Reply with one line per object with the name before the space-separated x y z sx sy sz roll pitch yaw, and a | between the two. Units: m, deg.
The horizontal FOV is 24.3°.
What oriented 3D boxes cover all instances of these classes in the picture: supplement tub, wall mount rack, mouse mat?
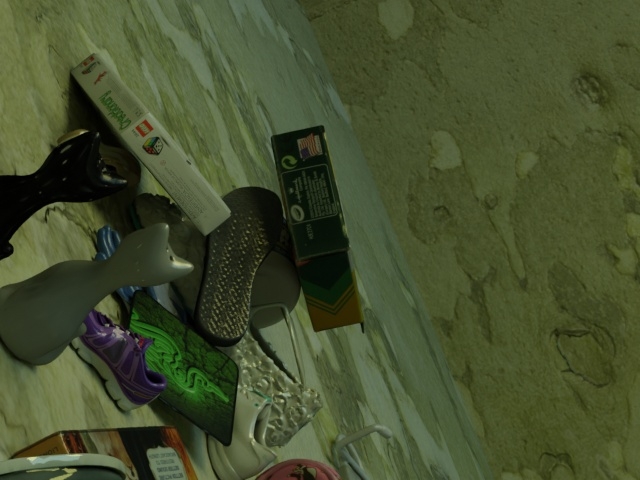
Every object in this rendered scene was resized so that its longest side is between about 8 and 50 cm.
supplement tub | -0.110 0.025 2.274 0.144 0.144 0.199 55 14 -34
wall mount rack | 0.144 0.465 2.437 0.304 0.130 0.350 51 17 -46
mouse mat | -0.173 0.159 1.866 0.190 0.007 0.152 39 31 -26

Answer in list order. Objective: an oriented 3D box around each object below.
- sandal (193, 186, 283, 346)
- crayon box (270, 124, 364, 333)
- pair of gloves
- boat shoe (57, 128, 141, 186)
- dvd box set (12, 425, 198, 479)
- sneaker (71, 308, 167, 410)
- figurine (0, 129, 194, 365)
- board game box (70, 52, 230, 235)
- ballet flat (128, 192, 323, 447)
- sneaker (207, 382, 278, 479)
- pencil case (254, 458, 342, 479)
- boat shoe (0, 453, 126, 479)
sandal | -0.121 0.032 2.019 0.097 0.054 0.254 23 57 -7
crayon box | 0.000 0.000 2.150 0.318 0.081 0.202 76 2 -64
pair of gloves | -0.235 0.062 1.939 0.198 0.023 0.159 25 41 -66
boat shoe | -0.290 -0.093 1.973 0.170 0.063 0.059 28 42 -61
dvd box set | -0.143 0.389 1.496 0.420 0.062 0.307 65 12 13
sneaker | -0.234 0.114 1.701 0.170 0.071 0.068 57 13 -25
figurine | -0.258 0.006 1.486 0.215 0.209 0.092 54 14 -38
board game box | -0.239 -0.139 2.061 0.193 0.053 0.305 52 -4 -30
ballet flat | -0.120 0.095 2.103 0.409 0.147 0.147 62 11 -2
sneaker | -0.111 0.215 1.960 0.080 0.094 0.212 41 24 -59
pencil case | 0.042 0.442 1.962 0.386 0.160 0.167 53 23 -43
boat shoe | -0.260 0.233 1.230 0.319 0.116 0.099 18 58 -67
